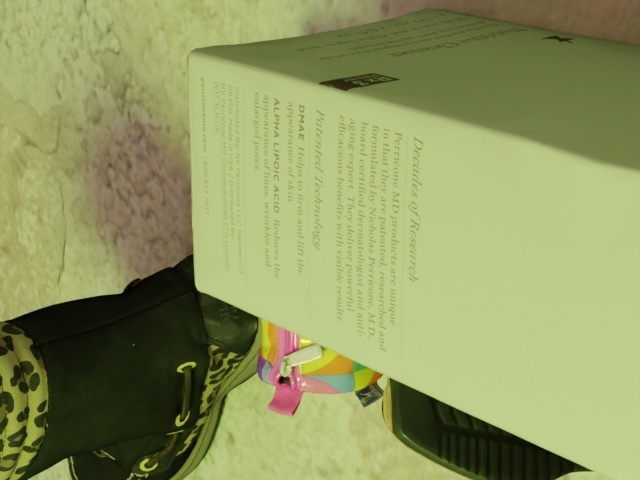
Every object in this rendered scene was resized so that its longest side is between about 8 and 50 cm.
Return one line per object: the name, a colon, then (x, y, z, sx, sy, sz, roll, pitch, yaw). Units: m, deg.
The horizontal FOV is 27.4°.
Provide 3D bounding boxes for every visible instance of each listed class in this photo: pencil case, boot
pencil case: (0.000, 0.000, 0.928, 0.104, 0.104, 0.236, 17, 115, 45)
boot: (-0.210, 0.144, 1.074, 0.138, 0.284, 0.377, 60, 138, 15)
boot: (0.092, 0.117, 0.791, 0.137, 0.198, 0.076, -21, 61, 54)

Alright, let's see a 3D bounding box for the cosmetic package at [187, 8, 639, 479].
cosmetic package: (0.126, -0.013, 0.688, 0.385, 0.217, 0.156, 18, 117, 43)
